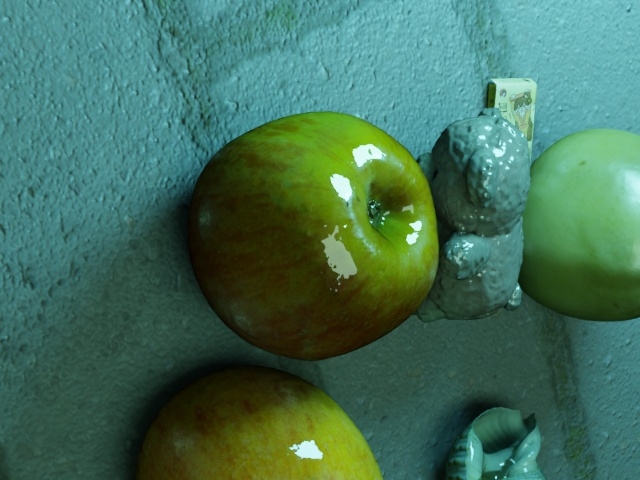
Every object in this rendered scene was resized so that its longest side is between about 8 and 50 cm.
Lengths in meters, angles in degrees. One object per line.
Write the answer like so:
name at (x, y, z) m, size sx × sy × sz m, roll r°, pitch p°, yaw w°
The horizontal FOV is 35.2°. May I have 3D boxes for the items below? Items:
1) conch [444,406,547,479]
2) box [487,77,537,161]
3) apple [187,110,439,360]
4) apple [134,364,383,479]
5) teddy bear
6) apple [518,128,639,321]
conch at (0.252, 0.346, 1.459) m, size 0.172 × 0.131 × 0.200 m, roll 26°, pitch 49°, yaw -10°
box at (0.259, -0.147, 1.387) m, size 0.073 × 0.020 × 0.149 m, roll -6°, pitch 107°, yaw -27°
apple at (0.000, 0.000, 1.139) m, size 0.302 × 0.301 × 0.301 m, roll -8°, pitch 108°, yaw -27°
apple at (-0.066, 0.305, 1.190) m, size 0.299 × 0.275 × 0.298 m, roll -6°, pitch 106°, yaw -22°
teddy bear at (0.186, -0.025, 1.267) m, size 0.151 × 0.236 × 0.267 m, roll 0°, pitch 122°, yaw 11°
apple at (0.382, -0.014, 1.366) m, size 0.263 × 0.262 × 0.262 m, roll -8°, pitch 108°, yaw -27°
